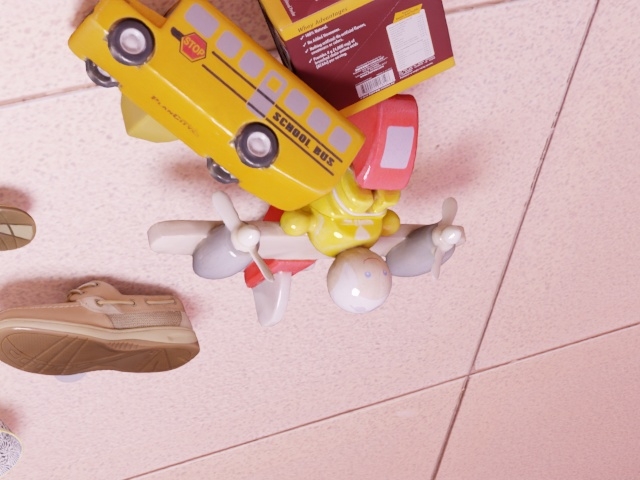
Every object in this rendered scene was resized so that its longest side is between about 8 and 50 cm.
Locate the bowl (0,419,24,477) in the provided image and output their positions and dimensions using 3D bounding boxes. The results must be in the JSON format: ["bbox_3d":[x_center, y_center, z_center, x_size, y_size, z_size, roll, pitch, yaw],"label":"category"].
[{"bbox_3d":[-0.544,0.306,1.925,0.170,0.080,0.170,-18,146,-13],"label":"bowl"}]

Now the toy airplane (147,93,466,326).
[{"bbox_3d":[0.000,0.000,1.712,0.386,0.272,0.384,-28,147,1],"label":"toy airplane"}]

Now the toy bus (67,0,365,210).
[{"bbox_3d":[-0.118,-0.168,1.443,0.333,0.130,0.108,39,157,-15],"label":"toy bus"}]

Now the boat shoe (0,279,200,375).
[{"bbox_3d":[-0.327,0.121,1.802,0.121,0.110,0.341,-35,151,33],"label":"boat shoe"}]

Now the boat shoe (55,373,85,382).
[{"bbox_3d":[-0.398,0.170,1.880,0.049,0.040,0.142,-41,145,5],"label":"boat shoe"}]

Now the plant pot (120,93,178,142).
[{"bbox_3d":[-0.198,-0.163,1.537,0.081,0.081,0.083,13,141,-44],"label":"plant pot"}]

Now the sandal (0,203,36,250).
[{"bbox_3d":[-0.446,-0.028,1.581,0.180,0.049,0.072,3,133,-15],"label":"sandal"}]

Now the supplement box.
[{"bbox_3d":[0.037,-0.269,1.504,0.191,0.129,0.194,-25,146,-1],"label":"supplement box"}]
